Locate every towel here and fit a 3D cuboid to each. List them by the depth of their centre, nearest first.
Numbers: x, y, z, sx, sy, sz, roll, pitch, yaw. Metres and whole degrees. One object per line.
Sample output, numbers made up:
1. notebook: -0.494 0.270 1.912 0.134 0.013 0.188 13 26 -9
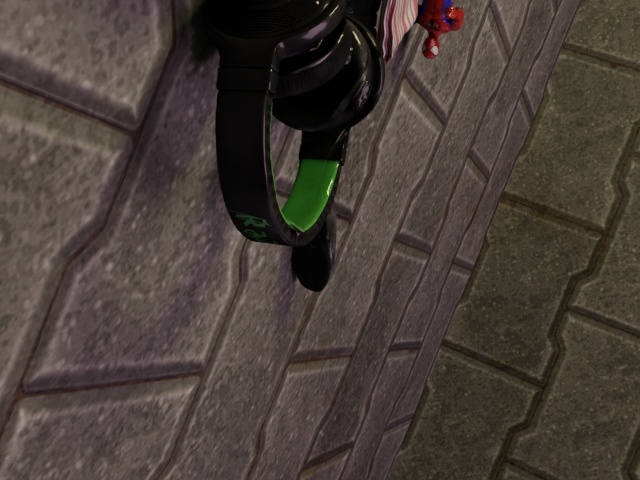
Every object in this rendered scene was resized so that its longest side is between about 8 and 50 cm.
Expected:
1. towel: 0.102 -0.300 0.975 0.197 0.029 0.144 -62 162 -57

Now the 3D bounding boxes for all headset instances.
1. headset: 0.007 -0.188 0.816 0.243 0.185 0.393 30 66 -71

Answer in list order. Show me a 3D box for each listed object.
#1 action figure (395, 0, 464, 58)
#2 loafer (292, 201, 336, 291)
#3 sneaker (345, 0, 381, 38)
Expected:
1. action figure: 0.157 -0.361 1.171 0.280 0.092 0.139 90 23 -45
2. loafer: 0.000 0.000 1.194 0.061 0.062 0.170 -54 158 -46
3. sneaker: 0.022 -0.269 0.955 0.098 0.083 0.223 37 65 -60
